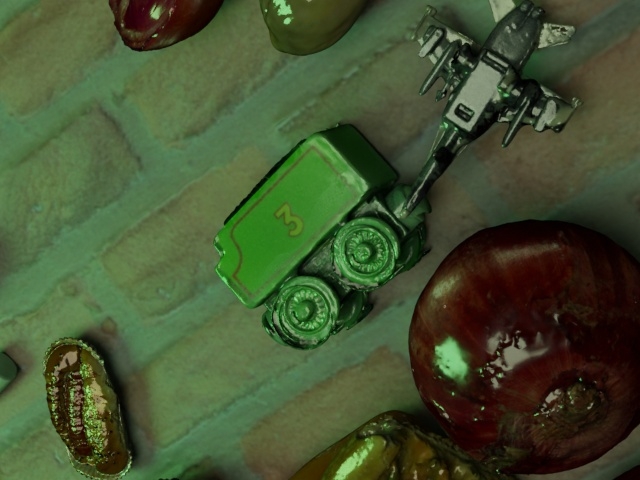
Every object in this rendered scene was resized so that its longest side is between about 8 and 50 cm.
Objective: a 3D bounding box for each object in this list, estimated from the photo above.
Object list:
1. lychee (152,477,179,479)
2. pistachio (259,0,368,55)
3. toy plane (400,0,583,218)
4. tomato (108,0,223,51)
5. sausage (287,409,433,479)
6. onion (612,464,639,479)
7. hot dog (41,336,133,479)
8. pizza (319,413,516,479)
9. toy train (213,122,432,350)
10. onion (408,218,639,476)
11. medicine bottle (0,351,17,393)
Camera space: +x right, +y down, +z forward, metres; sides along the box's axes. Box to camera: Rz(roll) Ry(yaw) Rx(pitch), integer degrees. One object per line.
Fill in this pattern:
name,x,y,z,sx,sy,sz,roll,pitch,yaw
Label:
lychee,-0.191,0.379,1.895,0.188,0.188,0.188,5,106,19
pistachio,0.003,-0.278,1.674,0.185,0.124,0.124,-44,87,18
toy plane,0.154,-0.134,1.626,0.192,0.088,0.262,32,90,8
tomato,-0.158,-0.296,1.740,0.173,0.099,0.189,-50,44,39
sausage,0.031,0.282,1.824,0.238,0.098,0.098,-39,89,25
onion,0.381,0.353,1.676,0.248,0.161,0.248,1,96,15
hot dog,-0.290,0.208,1.946,0.099,0.053,0.192,-8,104,19
pizza,0.066,0.323,1.756,0.258,0.087,0.268,30,123,-32
toy train,0.000,0.000,1.741,0.188,0.132,0.243,47,112,8
onion,0.228,0.114,1.620,0.276,0.276,0.276,5,106,19
medicine bottle,-0.427,0.182,1.993,0.047,0.047,0.083,48,115,3
